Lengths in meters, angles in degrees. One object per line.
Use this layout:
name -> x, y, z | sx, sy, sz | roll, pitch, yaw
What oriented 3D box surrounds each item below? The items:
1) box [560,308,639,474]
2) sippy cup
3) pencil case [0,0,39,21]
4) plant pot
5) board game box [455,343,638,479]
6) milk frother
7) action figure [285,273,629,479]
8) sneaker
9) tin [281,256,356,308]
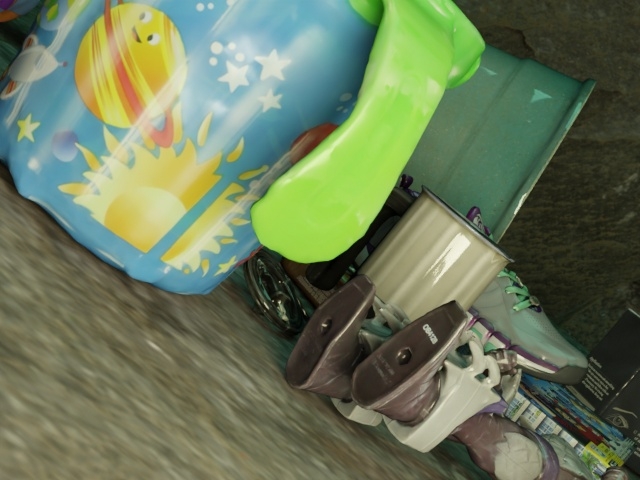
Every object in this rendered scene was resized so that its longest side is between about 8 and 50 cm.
box -> 0.408, 0.199, 1.514 | 0.156, 0.158, 0.093 | 36, 8, -27
sippy cup -> -0.064, -0.098, 0.685 | 0.240, 0.224, 0.305 | 39, 7, -3
pencil case -> -0.277, -0.210, 0.840 | 0.104, 0.104, 0.236 | 40, 9, 7
plant pot -> 0.098, -0.130, 1.449 | 0.334, 0.341, 0.341 | 31, 6, 5
board game box -> 0.172, 0.146, 1.036 | 0.194, 0.060, 0.194 | 39, 9, 18
milk frother -> 0.036, 0.020, 0.823 | 0.129, 0.135, 0.143 | 41, 7, 22
action figure -> 0.115, 0.126, 0.740 | 0.285, 0.099, 0.185 | 38, 1, -37
sneaker -> 0.134, 0.031, 0.992 | 0.224, 0.098, 0.083 | 31, 10, 20
tin -> 0.033, 0.056, 0.989 | 0.106, 0.040, 0.189 | 39, 6, -40
